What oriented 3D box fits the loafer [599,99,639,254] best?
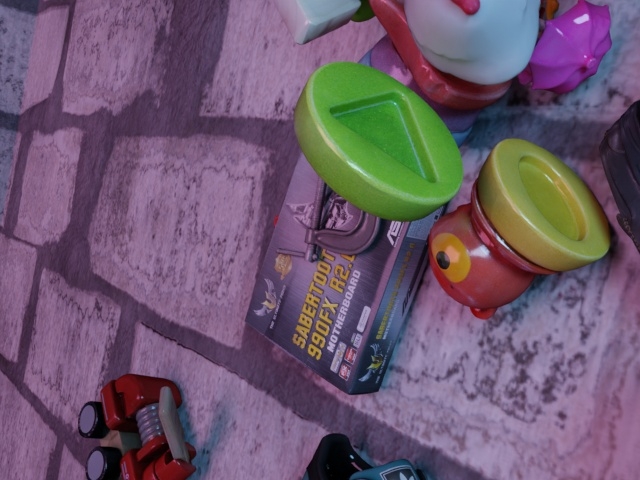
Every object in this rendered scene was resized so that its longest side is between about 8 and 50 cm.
[{"bbox_3d":[0.254,-0.019,0.531,0.061,0.062,0.170,128,142,-64],"label":"loafer"}]

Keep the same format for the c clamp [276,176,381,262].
[{"bbox_3d":[0.013,-0.049,0.749,0.137,0.022,0.160,17,95,43],"label":"c clamp"}]

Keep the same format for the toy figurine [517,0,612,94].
[{"bbox_3d":[0.186,-0.201,0.619,0.173,0.130,0.159,147,115,-70],"label":"toy figurine"}]

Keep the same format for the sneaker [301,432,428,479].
[{"bbox_3d":[0.074,0.273,0.650,0.302,0.108,0.121,14,94,51],"label":"sneaker"}]

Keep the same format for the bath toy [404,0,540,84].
[{"bbox_3d":[0.191,-0.256,0.473,0.348,0.129,0.151,-41,75,18],"label":"bath toy"}]

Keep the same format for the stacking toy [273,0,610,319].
[{"bbox_3d":[0.064,-0.084,0.607,0.130,0.280,0.308,-49,46,40],"label":"stacking toy"}]

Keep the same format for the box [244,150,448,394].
[{"bbox_3d":[0.022,0.024,0.783,0.183,0.056,0.231,28,103,41],"label":"box"}]

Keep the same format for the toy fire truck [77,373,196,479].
[{"bbox_3d":[-0.250,0.277,1.048,0.246,0.159,0.217,-43,50,23],"label":"toy fire truck"}]

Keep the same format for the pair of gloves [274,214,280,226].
[{"bbox_3d":[0.000,0.000,0.870,0.198,0.023,0.159,-42,52,40],"label":"pair of gloves"}]

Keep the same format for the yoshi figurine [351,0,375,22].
[{"bbox_3d":[0.090,-0.366,0.665,0.203,0.203,0.362,58,152,6],"label":"yoshi figurine"}]
